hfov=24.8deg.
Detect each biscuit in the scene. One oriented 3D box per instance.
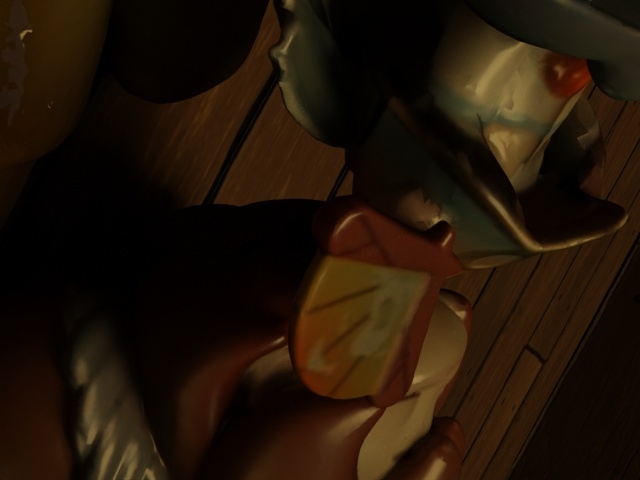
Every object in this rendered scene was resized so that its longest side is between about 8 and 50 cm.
[{"bbox_3d":[-0.068,-0.175,0.624,0.237,0.062,0.290,-30,145,-57],"label":"biscuit"}]

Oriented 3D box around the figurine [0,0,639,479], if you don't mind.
[{"bbox_3d":[0.000,0.001,0.680,0.277,0.248,0.388,-28,152,-54],"label":"figurine"}]
